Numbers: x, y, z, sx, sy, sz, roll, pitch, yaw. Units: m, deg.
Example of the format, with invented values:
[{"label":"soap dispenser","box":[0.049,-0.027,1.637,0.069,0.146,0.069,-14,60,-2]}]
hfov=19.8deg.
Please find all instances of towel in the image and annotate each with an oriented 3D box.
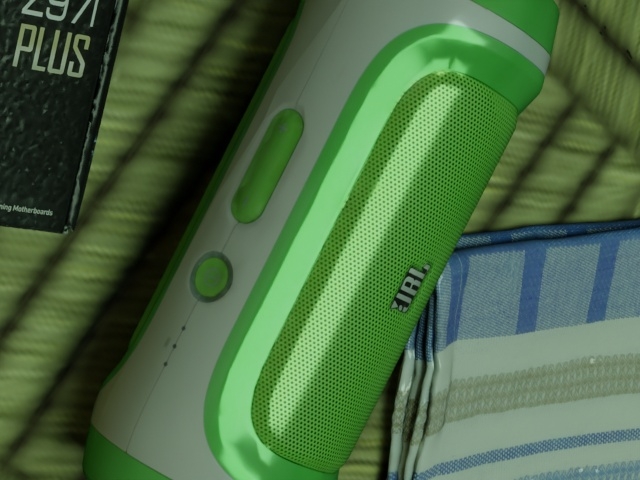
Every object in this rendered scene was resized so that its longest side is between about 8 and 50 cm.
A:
[{"label":"towel","box":[0.124,0.129,1.052,0.209,0.034,0.285,-5,108,-33]}]

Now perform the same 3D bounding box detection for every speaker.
[{"label":"speaker","box":[0.000,0.000,0.869,0.131,0.131,0.297,26,90,-37]}]

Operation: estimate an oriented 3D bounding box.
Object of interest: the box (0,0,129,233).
[{"label":"box","box":[-0.178,-0.090,0.749,0.180,0.077,0.147,8,100,-35]}]
